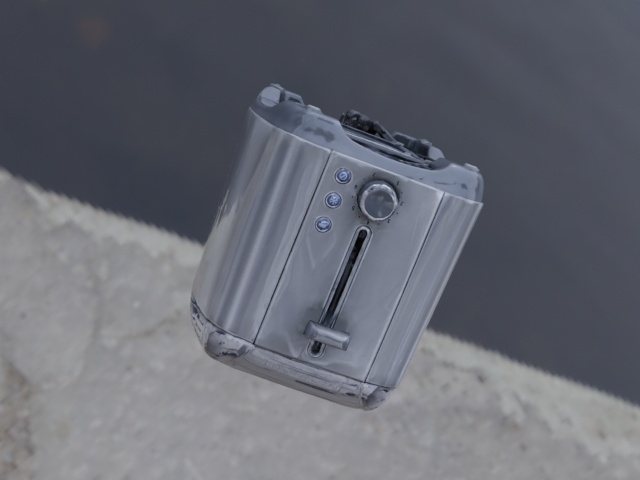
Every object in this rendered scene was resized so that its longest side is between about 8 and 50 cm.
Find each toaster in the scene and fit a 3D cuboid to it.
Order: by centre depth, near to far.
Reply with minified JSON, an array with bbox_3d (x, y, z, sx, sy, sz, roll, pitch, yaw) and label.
[{"bbox_3d":[0.000,0.000,0.955,0.129,0.146,0.227,20,6,-12],"label":"toaster"}]
